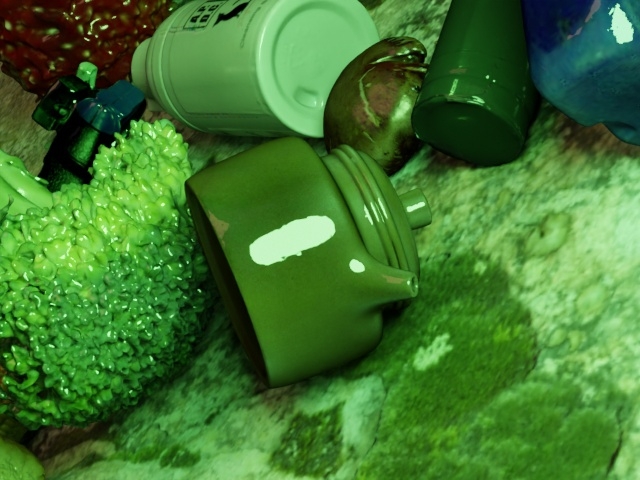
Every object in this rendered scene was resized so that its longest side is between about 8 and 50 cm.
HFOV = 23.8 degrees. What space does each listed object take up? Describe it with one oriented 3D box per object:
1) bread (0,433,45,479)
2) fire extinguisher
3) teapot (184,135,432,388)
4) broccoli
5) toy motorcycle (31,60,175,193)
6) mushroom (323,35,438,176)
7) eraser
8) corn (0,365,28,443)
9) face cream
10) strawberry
[{"bbox_3d":[-0.374,0.276,1.412,0.245,0.174,0.121,-47,50,10],"label":"bread"},{"bbox_3d":[0.157,-0.211,1.282,0.114,0.095,0.311,8,59,25],"label":"fire extinguisher"},{"bbox_3d":[0.000,0.000,1.203,0.175,0.185,0.267,-20,26,-10],"label":"teapot"},{"bbox_3d":[-0.202,-0.002,1.361,0.249,0.302,0.375,-22,9,13],"label":"broccoli"},{"bbox_3d":[-0.290,-0.028,1.624,0.331,0.125,0.196,-55,-2,23],"label":"toy motorcycle"},{"bbox_3d":[0.062,-0.126,1.343,0.170,0.080,0.135,-39,42,26],"label":"mushroom"},{"bbox_3d":[0.209,-0.237,1.108,0.101,0.155,0.332,-34,48,42],"label":"eraser"},{"bbox_3d":[-0.329,0.170,1.547,0.248,0.081,0.081,-55,30,-7],"label":"corn"},{"bbox_3d":[-0.099,-0.179,1.554,0.370,0.145,0.145,7,62,55],"label":"face cream"},{"bbox_3d":[-0.346,-0.338,1.879,0.292,0.343,0.292,-33,29,22],"label":"strawberry"}]
